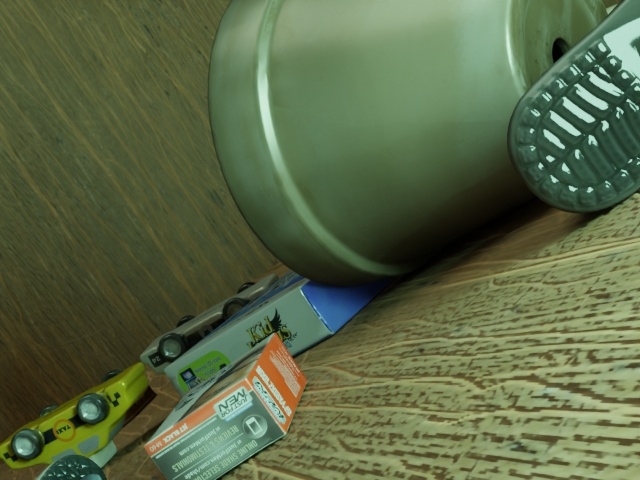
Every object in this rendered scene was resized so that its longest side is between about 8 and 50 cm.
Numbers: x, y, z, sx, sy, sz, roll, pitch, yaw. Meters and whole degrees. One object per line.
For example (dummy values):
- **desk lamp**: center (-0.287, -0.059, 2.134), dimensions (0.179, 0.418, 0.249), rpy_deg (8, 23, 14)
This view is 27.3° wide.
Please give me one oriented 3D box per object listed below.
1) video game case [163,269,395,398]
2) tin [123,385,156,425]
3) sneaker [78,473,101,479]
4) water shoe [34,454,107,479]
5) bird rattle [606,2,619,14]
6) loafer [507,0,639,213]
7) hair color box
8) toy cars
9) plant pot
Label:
- **video game case**: center (-0.007, 0.057, 1.416), dimensions (0.244, 0.061, 0.269), rpy_deg (-31, 5, 43)
- **tin**: center (-0.302, 0.254, 1.900), dimensions (0.106, 0.040, 0.189), rpy_deg (-39, 2, 14)
- **sneaker**: center (-0.113, 0.162, 0.604), dimensions (0.153, 0.094, 0.235), rpy_deg (-34, 3, 4)
- **water shoe**: center (-0.255, 0.259, 1.098), dimensions (0.203, 0.073, 0.080), rpy_deg (-33, -22, -48)
- **bird rattle**: center (0.270, -0.225, 1.521), dimensions (0.207, 0.143, 0.253), rpy_deg (-28, -8, 23)
- **loafer**: center (0.278, -0.164, 0.933), dimensions (0.366, 0.133, 0.130), rpy_deg (-35, 3, 3)
- **hair color box**: center (-0.067, 0.129, 0.999), dimensions (0.093, 0.053, 0.167), rpy_deg (-34, 4, 8)
- **toy cars**: center (-0.197, 0.172, 1.576), dimensions (0.394, 0.087, 0.176), rpy_deg (-33, 7, -27)
- **plant pot**: center (0.108, -0.134, 1.195), dimensions (0.280, 0.323, 0.323), rpy_deg (-12, 18, 40)
